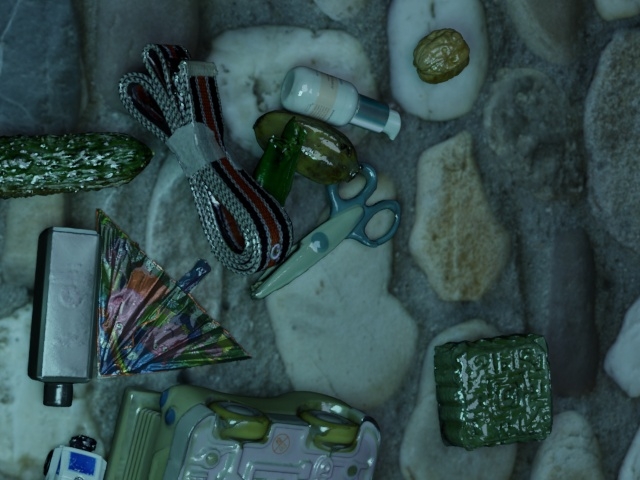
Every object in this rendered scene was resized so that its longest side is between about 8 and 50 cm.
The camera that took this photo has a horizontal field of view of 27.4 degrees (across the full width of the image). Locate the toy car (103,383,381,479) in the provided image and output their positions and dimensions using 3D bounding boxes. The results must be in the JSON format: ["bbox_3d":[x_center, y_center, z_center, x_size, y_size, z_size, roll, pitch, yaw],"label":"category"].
[{"bbox_3d":[-0.110,0.325,1.853,0.336,0.226,0.242,10,96,-39],"label":"toy car"}]

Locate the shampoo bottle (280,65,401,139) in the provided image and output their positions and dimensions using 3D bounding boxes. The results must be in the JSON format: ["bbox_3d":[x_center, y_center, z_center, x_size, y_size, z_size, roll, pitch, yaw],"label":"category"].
[{"bbox_3d":[0.036,-0.208,2.006,0.192,0.074,0.074,16,80,-20],"label":"shampoo bottle"}]

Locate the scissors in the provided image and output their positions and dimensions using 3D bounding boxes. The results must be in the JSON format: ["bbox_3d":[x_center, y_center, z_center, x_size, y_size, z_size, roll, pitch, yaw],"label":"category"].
[{"bbox_3d":[0.000,0.000,1.993,0.289,0.041,0.138,-40,100,-24],"label":"scissors"}]

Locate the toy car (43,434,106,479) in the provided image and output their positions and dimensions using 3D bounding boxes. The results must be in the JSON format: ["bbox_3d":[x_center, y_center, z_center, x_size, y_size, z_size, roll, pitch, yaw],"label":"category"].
[{"bbox_3d":[-0.345,0.353,1.801,0.080,0.070,0.170,20,68,-19],"label":"toy car"}]

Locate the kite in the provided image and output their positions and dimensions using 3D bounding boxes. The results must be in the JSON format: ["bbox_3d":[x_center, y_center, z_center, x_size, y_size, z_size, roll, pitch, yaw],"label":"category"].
[{"bbox_3d":[-0.250,0.109,1.900,0.321,0.016,0.234,45,73,-12],"label":"kite"}]

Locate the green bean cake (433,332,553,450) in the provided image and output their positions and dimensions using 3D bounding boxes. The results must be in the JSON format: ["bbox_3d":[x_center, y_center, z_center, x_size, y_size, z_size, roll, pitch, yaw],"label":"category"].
[{"bbox_3d":[0.278,0.236,2.060,0.181,0.094,0.173,-2,88,-21],"label":"green bean cake"}]

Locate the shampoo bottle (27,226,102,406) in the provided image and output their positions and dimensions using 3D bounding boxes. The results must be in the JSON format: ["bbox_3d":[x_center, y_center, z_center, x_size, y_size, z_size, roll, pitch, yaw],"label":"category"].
[{"bbox_3d":[-0.356,0.107,1.819,0.080,0.079,0.246,5,84,-21],"label":"shampoo bottle"}]

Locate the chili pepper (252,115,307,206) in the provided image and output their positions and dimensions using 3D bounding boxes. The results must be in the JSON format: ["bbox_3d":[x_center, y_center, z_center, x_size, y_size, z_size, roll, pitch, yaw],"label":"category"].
[{"bbox_3d":[-0.073,-0.073,1.914,0.061,0.098,0.224,19,111,18],"label":"chili pepper"}]

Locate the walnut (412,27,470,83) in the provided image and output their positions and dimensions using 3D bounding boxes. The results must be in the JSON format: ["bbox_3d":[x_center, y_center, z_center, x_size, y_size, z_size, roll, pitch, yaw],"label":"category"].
[{"bbox_3d":[0.192,-0.293,2.076,0.096,0.082,0.079,-34,130,-15],"label":"walnut"}]

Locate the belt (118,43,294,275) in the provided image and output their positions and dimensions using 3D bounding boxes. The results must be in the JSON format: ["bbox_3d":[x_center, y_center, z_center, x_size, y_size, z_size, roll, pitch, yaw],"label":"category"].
[{"bbox_3d":[-0.158,-0.114,1.853,0.094,0.126,0.359,-11,71,-61],"label":"belt"}]

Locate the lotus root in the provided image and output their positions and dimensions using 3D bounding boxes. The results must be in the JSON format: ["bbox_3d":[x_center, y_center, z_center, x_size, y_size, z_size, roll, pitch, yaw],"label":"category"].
[{"bbox_3d":[-0.018,-0.140,1.974,0.179,0.080,0.089,26,70,-8],"label":"lotus root"}]

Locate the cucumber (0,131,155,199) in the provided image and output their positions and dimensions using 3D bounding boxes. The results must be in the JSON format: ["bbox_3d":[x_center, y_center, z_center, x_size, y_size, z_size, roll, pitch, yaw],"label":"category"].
[{"bbox_3d":[-0.406,-0.106,1.811,0.359,0.096,0.096,-5,88,-25],"label":"cucumber"}]
